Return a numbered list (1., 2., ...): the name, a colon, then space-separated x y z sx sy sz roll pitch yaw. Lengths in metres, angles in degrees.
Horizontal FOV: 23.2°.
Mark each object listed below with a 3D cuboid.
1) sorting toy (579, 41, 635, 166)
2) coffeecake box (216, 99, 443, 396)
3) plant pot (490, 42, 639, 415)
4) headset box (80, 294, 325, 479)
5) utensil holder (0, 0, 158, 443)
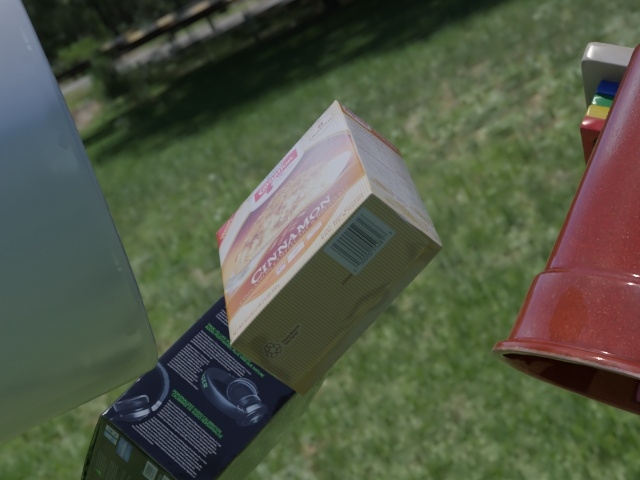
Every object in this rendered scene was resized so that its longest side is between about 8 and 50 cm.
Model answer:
1. sorting toy: 0.380 -0.060 1.522 0.255 0.257 0.089 14 62 23
2. coffeecake box: 0.000 0.000 1.096 0.142 0.068 0.185 -48 21 14
3. plant pot: 0.298 0.001 1.172 0.272 0.272 0.265 -4 67 70
4. headset box: -0.105 0.174 1.660 0.283 0.131 0.246 -45 -9 -28
5. utensil holder: -0.323 0.004 0.842 0.385 0.327 0.327 -24 8 -10
